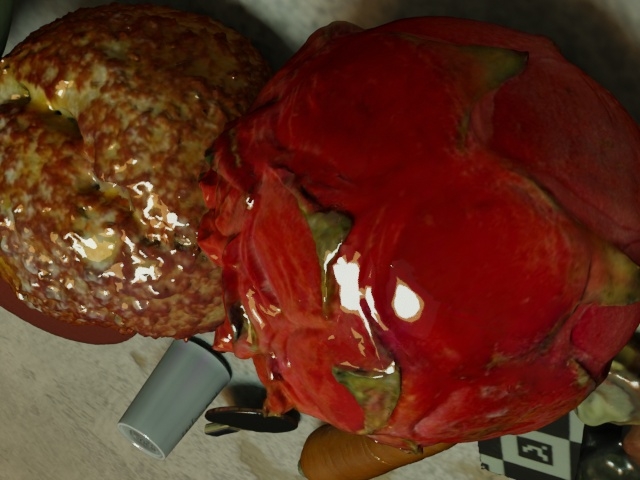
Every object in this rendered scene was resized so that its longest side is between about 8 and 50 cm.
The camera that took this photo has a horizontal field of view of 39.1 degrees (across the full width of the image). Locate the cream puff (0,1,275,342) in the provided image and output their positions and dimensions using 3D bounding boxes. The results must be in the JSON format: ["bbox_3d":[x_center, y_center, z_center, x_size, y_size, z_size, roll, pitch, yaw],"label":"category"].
[{"bbox_3d":[-0.134,-0.046,0.598,0.240,0.164,0.239,3,98,26],"label":"cream puff"}]

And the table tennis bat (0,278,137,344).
[{"bbox_3d":[-0.350,0.008,0.976,0.415,0.051,0.268,4,133,33],"label":"table tennis bat"}]

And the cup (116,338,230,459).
[{"bbox_3d":[-0.155,0.172,0.955,0.074,0.116,0.104,29,150,11],"label":"cup"}]

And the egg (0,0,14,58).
[{"bbox_3d":[-0.352,-0.165,0.611,0.352,0.258,0.258,-12,123,46],"label":"egg"}]

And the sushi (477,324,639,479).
[{"bbox_3d":[0.250,0.138,0.640,0.343,0.064,0.359,12,139,28],"label":"sushi"}]

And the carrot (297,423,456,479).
[{"bbox_3d":[0.067,0.181,0.827,0.069,0.069,0.336,42,142,-10],"label":"carrot"}]

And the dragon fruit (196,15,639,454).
[{"bbox_3d":[0.057,-0.004,0.482,0.252,0.240,0.241,22,145,-11],"label":"dragon fruit"}]

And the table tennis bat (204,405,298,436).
[{"bbox_3d":[-0.086,0.199,0.980,0.095,0.014,0.158,17,156,-26],"label":"table tennis bat"}]
